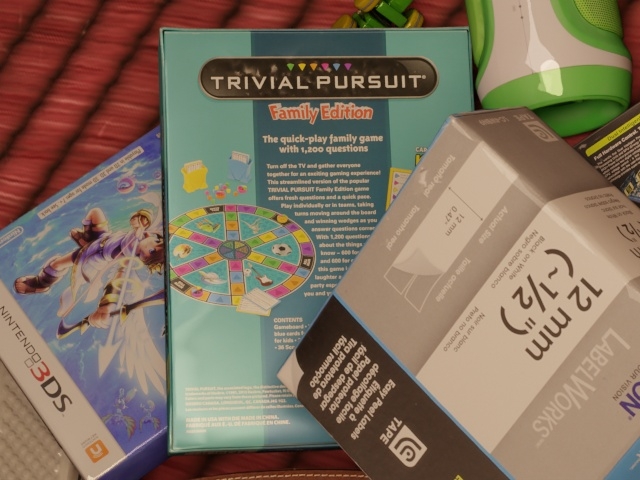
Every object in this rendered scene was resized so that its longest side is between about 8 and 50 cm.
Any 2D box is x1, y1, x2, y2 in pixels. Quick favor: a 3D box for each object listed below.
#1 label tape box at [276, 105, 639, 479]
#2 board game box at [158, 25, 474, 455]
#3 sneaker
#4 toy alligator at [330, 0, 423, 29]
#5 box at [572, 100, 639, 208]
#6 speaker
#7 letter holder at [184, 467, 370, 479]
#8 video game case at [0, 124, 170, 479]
[{"bbox_3d":[0.165,0.113,1.113,0.348,0.115,0.249,47,120,23],"label":"label tape box"},{"bbox_3d":[0.000,0.000,1.325,0.253,0.079,0.336,-1,80,-7],"label":"board game box"},{"bbox_3d":[-0.222,0.172,1.471,0.126,0.127,0.321,2,59,22],"label":"sneaker"},{"bbox_3d":[0.060,-0.205,1.410,0.190,0.056,0.051,-52,23,11],"label":"toy alligator"},{"bbox_3d":[0.290,-0.007,1.254,0.270,0.060,0.216,-35,68,19],"label":"box"},{"bbox_3d":[0.167,-0.236,1.310,0.131,0.131,0.296,-14,76,25],"label":"speaker"},{"bbox_3d":[-0.013,0.294,1.320,0.302,0.152,0.214,-9,77,26],"label":"letter holder"},{"bbox_3d":[-0.146,0.048,1.408,0.269,0.061,0.244,-35,67,-11],"label":"video game case"}]
